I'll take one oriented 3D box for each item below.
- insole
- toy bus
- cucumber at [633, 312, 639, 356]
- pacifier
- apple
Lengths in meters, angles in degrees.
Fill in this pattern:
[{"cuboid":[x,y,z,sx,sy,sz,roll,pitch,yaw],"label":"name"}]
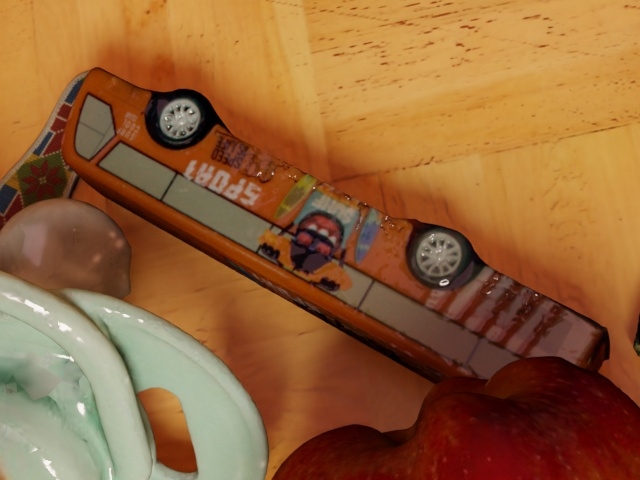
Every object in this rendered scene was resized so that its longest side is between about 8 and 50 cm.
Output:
[{"cuboid":[-0.207,-0.045,1.080,0.065,0.006,0.193,25,78,18],"label":"insole"},{"cuboid":[0.000,0.000,0.978,0.409,0.093,0.092,28,81,20],"label":"toy bus"},{"cuboid":[0.259,-0.004,0.949,0.058,0.058,0.187,21,78,17],"label":"cucumber"},{"cuboid":[-0.197,0.069,0.932,0.343,0.288,0.269,1,45,7],"label":"pacifier"},{"cuboid":[0.100,0.231,0.771,0.288,0.288,0.316,-17,87,5],"label":"apple"}]
